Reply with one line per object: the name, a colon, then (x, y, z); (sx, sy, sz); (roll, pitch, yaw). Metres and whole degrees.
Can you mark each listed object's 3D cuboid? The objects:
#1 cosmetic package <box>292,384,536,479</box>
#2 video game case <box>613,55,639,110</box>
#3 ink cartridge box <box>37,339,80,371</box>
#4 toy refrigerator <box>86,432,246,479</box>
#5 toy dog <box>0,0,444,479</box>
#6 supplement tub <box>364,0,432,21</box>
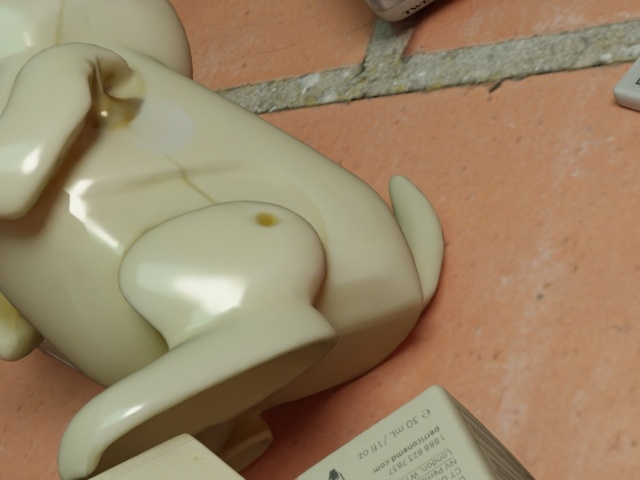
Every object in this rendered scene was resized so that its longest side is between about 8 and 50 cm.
cosmetic package: (0.102, 0.236, 0.364); (0.113, 0.160, 0.309); (-35, 41, 10)
video game case: (0.346, -0.145, 0.585); (0.183, 0.023, 0.201); (-50, 41, -7)
ink cartridge box: (-0.201, -0.008, 0.825); (0.197, 0.114, 0.273); (14, 67, 42)
toy refrigerator: (-0.057, 0.242, 0.406); (0.094, 0.270, 0.102); (-20, 28, -36)
toy dog: (-0.133, -0.052, 0.592); (0.395, 0.285, 0.408); (-31, 71, -21)
supplement tub: (0.149, -0.370, 0.790); (0.316, 0.193, 0.194); (-29, 44, 16)
